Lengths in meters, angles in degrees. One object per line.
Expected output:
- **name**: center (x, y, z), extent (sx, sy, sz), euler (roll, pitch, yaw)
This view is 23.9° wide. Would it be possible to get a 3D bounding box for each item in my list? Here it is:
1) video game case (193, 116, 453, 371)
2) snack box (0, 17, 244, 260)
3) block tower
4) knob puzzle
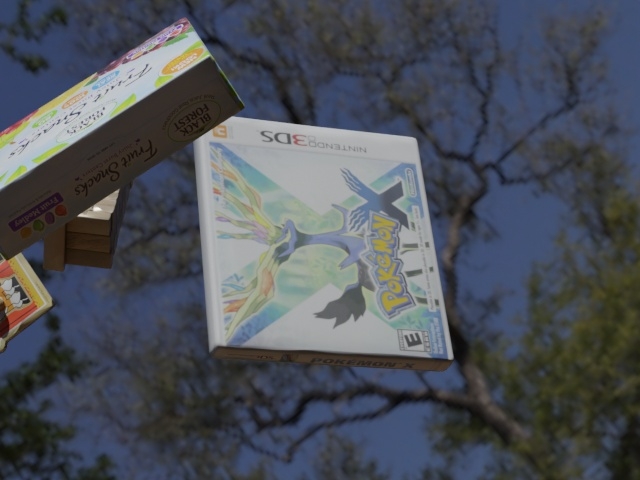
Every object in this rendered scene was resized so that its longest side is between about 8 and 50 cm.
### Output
- **video game case**: center (0.000, 0.000, 1.848), extent (0.300, 0.329, 0.036), euler (5, -32, -20)
- **snack box**: center (-0.114, -0.055, 0.779), extent (0.141, 0.100, 0.037), euler (-33, -66, 0)
- **block tower**: center (-0.322, -0.086, 2.181), extent (0.097, 0.335, 0.091), euler (7, -54, 0)
- **knob puzzle**: center (-0.493, 0.077, 2.096), extent (0.213, 0.213, 0.030), euler (-37, -16, -2)
